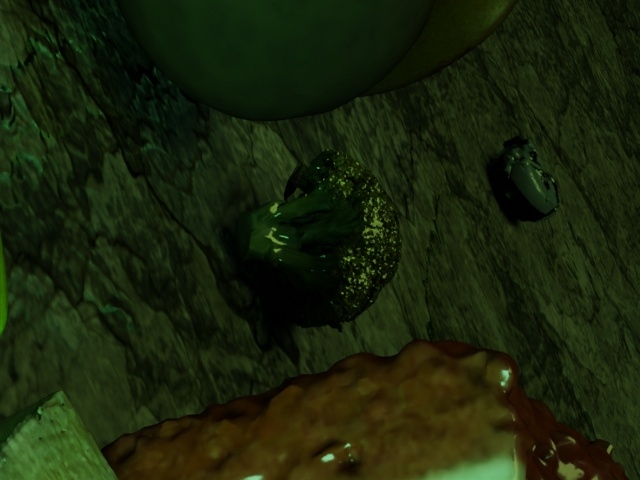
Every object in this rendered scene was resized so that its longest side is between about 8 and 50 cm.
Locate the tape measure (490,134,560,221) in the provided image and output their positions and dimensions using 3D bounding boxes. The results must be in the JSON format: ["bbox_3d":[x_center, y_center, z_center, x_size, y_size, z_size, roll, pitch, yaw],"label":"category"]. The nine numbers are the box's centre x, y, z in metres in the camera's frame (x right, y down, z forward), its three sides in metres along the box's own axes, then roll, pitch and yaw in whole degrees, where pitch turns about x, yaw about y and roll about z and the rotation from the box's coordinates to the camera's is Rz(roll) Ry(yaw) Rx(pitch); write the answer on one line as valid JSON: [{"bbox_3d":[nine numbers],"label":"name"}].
[{"bbox_3d":[0.224,-0.064,2.081,0.091,0.054,0.094,57,19,-10],"label":"tape measure"}]

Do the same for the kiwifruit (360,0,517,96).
[{"bbox_3d":[0.059,-0.226,1.569,0.196,0.234,0.196,-19,90,-73],"label":"kiwifruit"}]

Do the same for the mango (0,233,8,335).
[{"bbox_3d":[-0.201,-0.017,0.890,0.117,0.089,0.163,1,68,-68],"label":"mango"}]

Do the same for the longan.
[{"bbox_3d":[-0.040,-0.227,1.325,0.300,0.243,0.300,173,-90,-76],"label":"longan"}]

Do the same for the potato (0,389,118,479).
[{"bbox_3d":[-0.147,0.126,0.920,0.086,0.061,0.122,61,20,-11],"label":"potato"}]

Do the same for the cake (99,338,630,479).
[{"bbox_3d":[0.049,0.252,0.986,0.269,0.270,0.320,40,35,-51],"label":"cake"}]

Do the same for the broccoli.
[{"bbox_3d":[0.000,0.000,1.367,0.120,0.130,0.131,3,93,-24],"label":"broccoli"}]
